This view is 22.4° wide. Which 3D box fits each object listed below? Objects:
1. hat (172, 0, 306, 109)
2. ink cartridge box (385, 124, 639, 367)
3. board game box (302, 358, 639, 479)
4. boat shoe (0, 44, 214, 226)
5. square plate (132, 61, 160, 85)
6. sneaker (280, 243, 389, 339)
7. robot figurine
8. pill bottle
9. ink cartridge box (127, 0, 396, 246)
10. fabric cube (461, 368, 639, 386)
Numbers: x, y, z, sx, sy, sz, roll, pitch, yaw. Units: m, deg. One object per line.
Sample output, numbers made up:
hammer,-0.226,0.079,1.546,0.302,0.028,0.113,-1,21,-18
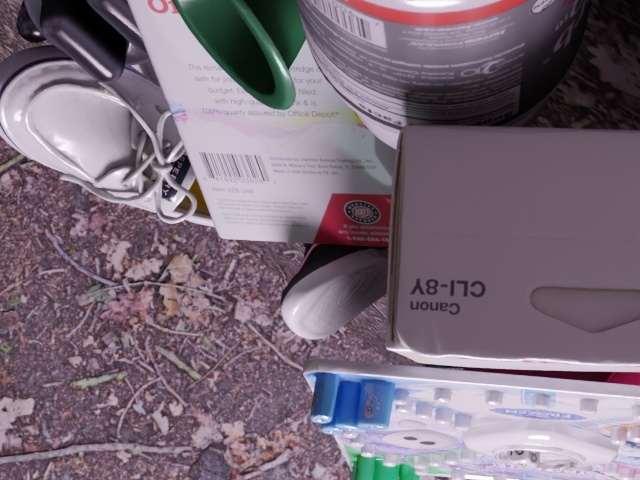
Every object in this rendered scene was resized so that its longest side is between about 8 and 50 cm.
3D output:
hat,-0.011,-0.227,1.267,0.173,0.183,0.208,50,168,1
ink cartridge box,0.203,0.019,1.230,0.279,0.160,0.384,1,175,6
board game box,0.197,0.197,1.458,0.390,0.050,0.390,4,161,9
boat shoe,-0.171,-0.081,1.666,0.367,0.136,0.156,26,-169,-43
square plate,-0.228,-0.269,1.910,0.344,0.049,0.347,-133,20,-71
sneaker,0.000,0.000,1.612,0.147,0.104,0.296,41,-153,12
robot figurine,-0.195,-0.281,1.574,0.209,0.278,0.174,1,136,-1
pill bottle,0.084,-0.191,1.111,0.210,0.210,0.363,37,172,13
ink cartridge box,-0.017,-0.147,1.456,0.226,0.131,0.306,5,132,26
fabric cube,0.327,0.211,1.824,0.258,0.259,0.254,45,169,-24
